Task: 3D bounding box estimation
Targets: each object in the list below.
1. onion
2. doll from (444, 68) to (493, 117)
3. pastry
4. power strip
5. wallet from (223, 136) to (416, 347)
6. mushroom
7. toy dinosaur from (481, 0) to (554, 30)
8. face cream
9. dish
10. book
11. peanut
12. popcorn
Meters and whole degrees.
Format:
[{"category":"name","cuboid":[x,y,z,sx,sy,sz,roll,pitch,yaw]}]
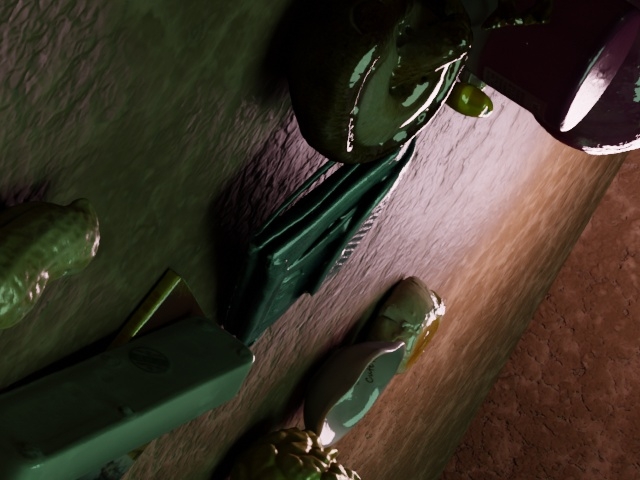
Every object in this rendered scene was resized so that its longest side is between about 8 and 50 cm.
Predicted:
[{"category":"onion","cuboid":[0.445,-0.284,2.190,0.358,0.345,0.358,-16,122,-28]},{"category":"doll","cuboid":[0.201,-0.220,2.047,0.135,0.071,0.113,-45,147,-63]},{"category":"pastry","cuboid":[0.137,0.142,2.556,0.166,0.088,0.166,-53,166,-20]},{"category":"power strip","cuboid":[-0.192,0.155,1.511,0.385,0.091,0.062,-21,140,-56]},{"category":"wallet","cuboid":[0.000,0.000,1.742,0.237,0.075,0.342,-43,172,-20]},{"category":"mushroom","cuboid":[0.046,-0.180,1.531,0.194,0.138,0.231,-48,157,21]},{"category":"toy dinosaur","cuboid":[0.221,-0.337,1.730,0.432,0.097,0.208,-37,126,-60]},{"category":"face cream","cuboid":[0.262,-0.252,1.881,0.175,0.195,0.175,-49,163,-21]},{"category":"dish","cuboid":[0.034,0.225,2.440,0.229,0.081,0.229,-46,163,-18]},{"category":"book","cuboid":[-0.246,0.217,1.668,0.374,0.028,0.262,-51,162,-12]},{"category":"peanut","cuboid":[-0.231,0.018,1.186,0.174,0.080,0.080,-36,156,-49]},{"category":"popcorn","cuboid":[-0.053,0.388,2.313,0.217,0.181,0.235,-41,151,-2]}]
